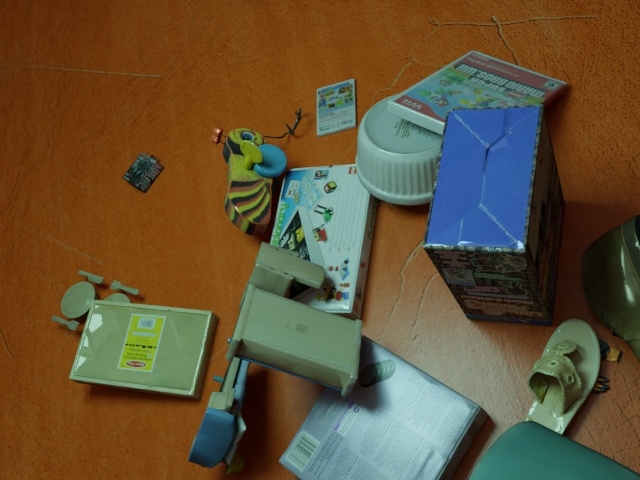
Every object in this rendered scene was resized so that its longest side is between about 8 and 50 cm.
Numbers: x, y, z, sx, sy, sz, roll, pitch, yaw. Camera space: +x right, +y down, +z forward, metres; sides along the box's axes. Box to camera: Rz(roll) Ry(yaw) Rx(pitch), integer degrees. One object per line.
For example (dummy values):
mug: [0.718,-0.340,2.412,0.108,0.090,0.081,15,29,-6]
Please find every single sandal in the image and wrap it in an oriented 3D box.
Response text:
sandal: [0.345,0.219,1.097,0.088,0.079,0.240,18,77,34]

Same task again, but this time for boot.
boot: [0.475,0.123,1.103,0.115,0.112,0.305,-33,53,45]

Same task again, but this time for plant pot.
plant pot: [0.315,0.393,0.876,0.235,0.293,0.293,14,71,41]

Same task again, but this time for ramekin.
ramekin: [0.162,-0.175,1.351,0.207,0.109,0.207,-5,50,6]

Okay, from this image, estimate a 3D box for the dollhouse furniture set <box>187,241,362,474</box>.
dollhouse furniture set: [-0.074,0.225,1.283,0.198,0.303,0.286,20,35,-6]

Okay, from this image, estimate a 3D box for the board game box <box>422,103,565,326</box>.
board game box: [0.278,-0.029,1.140,0.141,0.291,0.232,2,65,25]

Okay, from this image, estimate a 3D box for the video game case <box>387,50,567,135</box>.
video game case: [0.282,-0.255,1.318,0.204,0.025,0.285,29,46,29]

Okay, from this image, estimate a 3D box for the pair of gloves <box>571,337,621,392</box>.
pair of gloves: [0.411,0.188,1.133,0.074,0.010,0.083,17,72,32]

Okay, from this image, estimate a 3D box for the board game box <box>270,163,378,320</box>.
board game box: [0.000,0.000,1.408,0.193,0.053,0.305,-1,64,25]

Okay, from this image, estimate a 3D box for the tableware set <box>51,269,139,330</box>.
tableware set: [-0.468,0.144,1.572,0.194,0.039,0.128,15,69,31]

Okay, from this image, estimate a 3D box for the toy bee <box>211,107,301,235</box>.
toy bee: [-0.153,-0.154,1.503,0.162,0.195,0.298,17,38,-6]

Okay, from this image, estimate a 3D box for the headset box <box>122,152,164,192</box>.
headset box: [-0.404,-0.159,1.704,0.062,0.032,0.083,30,82,35]

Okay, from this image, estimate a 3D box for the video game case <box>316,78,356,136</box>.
video game case: [0.034,-0.280,1.566,0.087,0.011,0.122,-12,60,21]

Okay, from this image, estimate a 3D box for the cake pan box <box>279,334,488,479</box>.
cake pan box: [0.095,0.320,1.185,0.245,0.070,0.267,25,77,36]

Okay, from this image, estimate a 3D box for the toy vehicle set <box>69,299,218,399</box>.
toy vehicle set: [-0.343,0.209,1.447,0.266,0.035,0.166,4,66,16]
